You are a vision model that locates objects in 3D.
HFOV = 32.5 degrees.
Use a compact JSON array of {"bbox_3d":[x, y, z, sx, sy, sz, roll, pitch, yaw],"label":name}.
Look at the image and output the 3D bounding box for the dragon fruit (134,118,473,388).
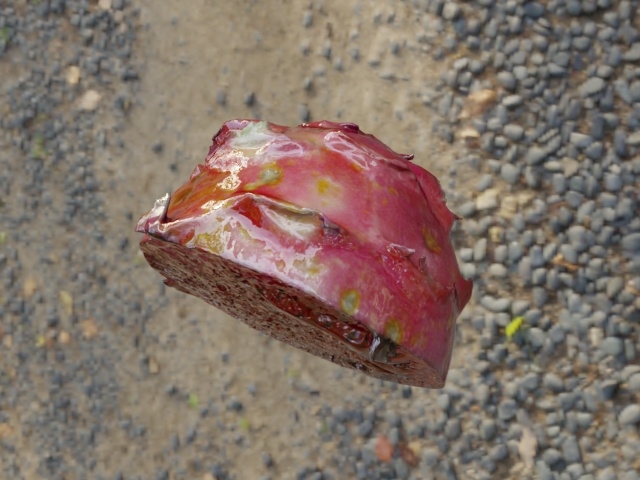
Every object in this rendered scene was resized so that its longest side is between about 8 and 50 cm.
[{"bbox_3d":[0.000,0.000,1.199,0.371,0.386,0.249,6,66,51],"label":"dragon fruit"}]
